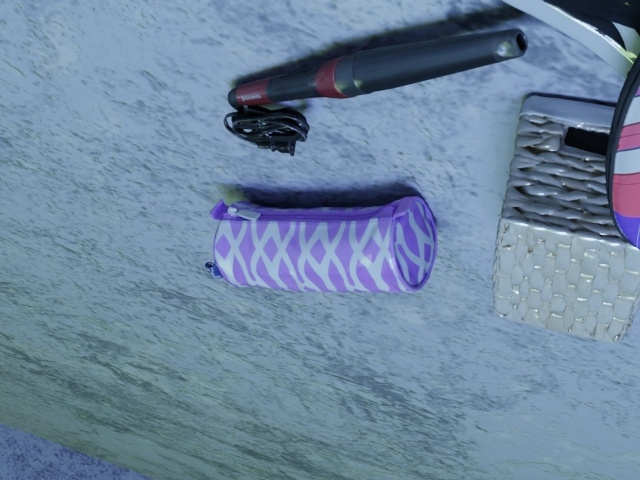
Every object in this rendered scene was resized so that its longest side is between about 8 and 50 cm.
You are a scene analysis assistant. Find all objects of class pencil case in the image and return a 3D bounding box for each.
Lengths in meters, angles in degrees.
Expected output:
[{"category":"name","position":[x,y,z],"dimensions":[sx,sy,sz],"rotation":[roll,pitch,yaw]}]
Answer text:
[{"category":"pencil case","position":[0.000,0.000,0.872],"dimensions":[0.206,0.086,0.088],"rotation":[0,125,30]}]

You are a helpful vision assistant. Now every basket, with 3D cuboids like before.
[{"category":"basket","position":[0.186,-0.008,0.705],"dimensions":[0.113,0.103,0.167],"rotation":[12,154,15]}]

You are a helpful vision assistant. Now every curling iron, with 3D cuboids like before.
[{"category":"curling iron","position":[0.028,-0.109,0.690],"dimensions":[0.068,0.035,0.274],"rotation":[32,152,-34]}]

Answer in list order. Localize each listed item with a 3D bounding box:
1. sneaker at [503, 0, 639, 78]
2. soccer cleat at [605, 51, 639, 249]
[{"category":"sneaker","position":[0.186,-0.135,0.486],"dimensions":[0.216,0.079,0.121],"rotation":[23,153,-9]},{"category":"soccer cleat","position":[0.222,-0.082,0.416],"dimensions":[0.108,0.116,0.318],"rotation":[7,136,-15]}]
